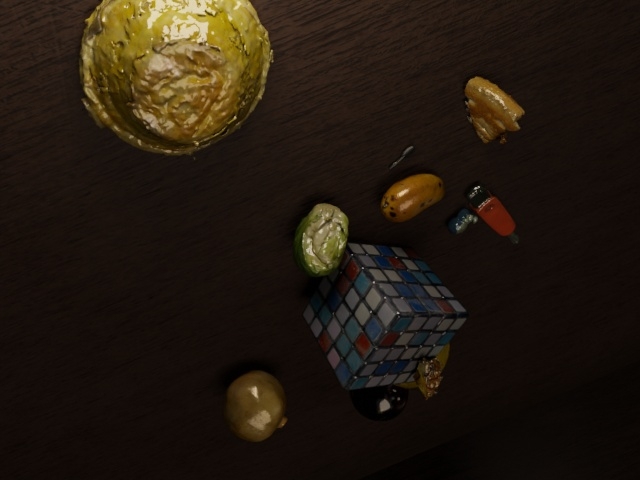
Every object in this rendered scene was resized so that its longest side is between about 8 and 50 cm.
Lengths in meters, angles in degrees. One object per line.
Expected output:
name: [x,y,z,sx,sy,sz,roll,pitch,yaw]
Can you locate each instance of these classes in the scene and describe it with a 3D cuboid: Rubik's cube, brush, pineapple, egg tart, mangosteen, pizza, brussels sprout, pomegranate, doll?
Rubik's cube: [0.168,0.205,1.335,0.292,0.287,0.292,4,126,-36]
brush: [0.198,-0.201,1.172,0.083,0.008,0.024,-43,136,22]
pineapple: [0.284,0.353,1.298,0.114,0.077,0.114,-52,139,-34]
egg tart: [-0.234,-0.275,0.817,0.340,0.132,0.342,-13,136,-13]
mangosteen: [0.206,0.565,1.834,0.228,0.229,0.265,14,164,-34]
pizza: [0.405,-0.286,1.112,0.069,0.154,0.194,-45,158,-2]
brussels sprout: [-0.001,0.001,1.201,0.131,0.145,0.184,14,87,-4]
brush: [0.514,-0.070,1.419,0.070,0.051,0.323,-43,132,12]
pomegranate: [-0.220,0.548,1.611,0.232,0.233,0.233,-12,137,-12]
doll: [0.408,-0.051,1.388,0.083,0.051,0.076,-48,150,24]

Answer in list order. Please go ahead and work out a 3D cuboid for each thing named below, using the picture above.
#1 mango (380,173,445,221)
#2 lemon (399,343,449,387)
mango: [0.235,-0.112,1.221,0.177,0.090,0.115,-25,148,-2]
lemon: [0.297,0.350,1.581,0.253,0.310,0.254,14,127,19]
